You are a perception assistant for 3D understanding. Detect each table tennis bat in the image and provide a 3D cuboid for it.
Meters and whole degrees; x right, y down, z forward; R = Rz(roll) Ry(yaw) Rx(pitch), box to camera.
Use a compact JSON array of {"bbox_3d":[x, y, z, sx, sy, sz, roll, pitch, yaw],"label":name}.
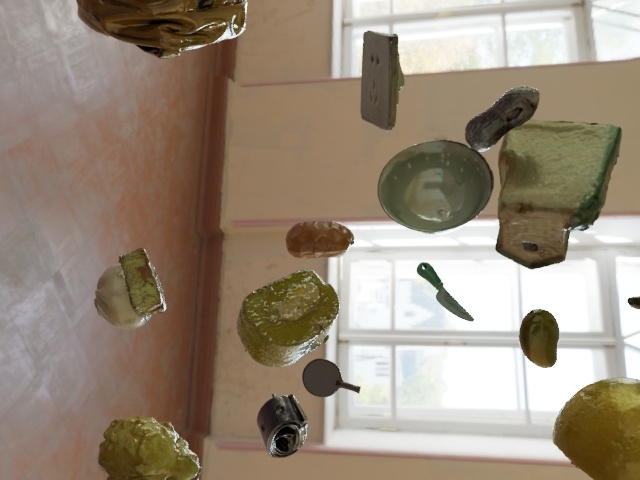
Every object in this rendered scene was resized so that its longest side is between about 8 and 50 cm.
[{"bbox_3d":[0.024,0.391,1.504,0.119,0.170,0.107,23,82,-81],"label":"table tennis bat"}]

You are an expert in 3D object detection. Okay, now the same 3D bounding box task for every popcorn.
[{"bbox_3d":[-0.429,0.549,1.412,0.192,0.266,0.233,-66,168,-59],"label":"popcorn"}]

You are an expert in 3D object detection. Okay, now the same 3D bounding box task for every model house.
[{"bbox_3d":[0.706,-0.125,1.704,0.382,0.334,0.342,-63,149,-30],"label":"model house"}]

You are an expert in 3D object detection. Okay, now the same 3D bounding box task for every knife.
[{"bbox_3d":[0.407,0.176,1.836,0.260,0.063,0.034,53,-20,23],"label":"knife"}]

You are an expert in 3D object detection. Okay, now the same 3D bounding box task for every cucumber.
[{"bbox_3d":[0.989,0.175,1.589,0.056,0.284,0.056,-178,-90,-74],"label":"cucumber"}]

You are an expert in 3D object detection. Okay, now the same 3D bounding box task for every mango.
[{"bbox_3d":[0.683,0.307,1.728,0.085,0.122,0.191,-176,-94,-79],"label":"mango"}]

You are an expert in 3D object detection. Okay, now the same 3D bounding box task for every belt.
[{"bbox_3d":[-0.123,0.577,1.738,0.230,0.139,0.126,90,-23,-44],"label":"belt"}]

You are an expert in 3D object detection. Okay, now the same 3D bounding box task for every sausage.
[{"bbox_3d":[0.000,0.000,1.918,0.120,0.241,0.136,74,15,-54],"label":"sausage"}]

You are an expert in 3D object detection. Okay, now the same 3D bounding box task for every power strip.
[{"bbox_3d":[0.152,-0.371,1.276,0.198,0.064,0.213,-126,-149,-61],"label":"power strip"}]

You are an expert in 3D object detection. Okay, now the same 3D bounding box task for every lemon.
[{"bbox_3d":[0.569,0.359,1.008,0.219,0.240,0.240,-49,171,4],"label":"lemon"}]

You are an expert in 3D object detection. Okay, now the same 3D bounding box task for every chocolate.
[{"bbox_3d":[0.527,-0.357,1.617,0.110,0.248,0.110,36,34,-30],"label":"chocolate"}]

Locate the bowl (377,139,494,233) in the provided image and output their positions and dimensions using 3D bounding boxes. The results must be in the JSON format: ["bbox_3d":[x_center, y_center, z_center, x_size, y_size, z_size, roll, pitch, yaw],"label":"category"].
[{"bbox_3d":[0.323,-0.117,1.551,0.146,0.313,0.313,67,24,-53],"label":"bowl"}]

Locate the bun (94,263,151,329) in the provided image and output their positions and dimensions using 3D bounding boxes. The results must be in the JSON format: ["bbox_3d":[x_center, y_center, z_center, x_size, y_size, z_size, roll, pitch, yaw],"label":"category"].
[{"bbox_3d":[-0.513,0.149,1.414,0.173,0.120,0.173,160,-90,-75],"label":"bun"}]

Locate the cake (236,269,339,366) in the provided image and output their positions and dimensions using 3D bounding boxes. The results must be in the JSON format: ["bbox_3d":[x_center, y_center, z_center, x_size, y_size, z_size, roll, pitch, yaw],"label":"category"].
[{"bbox_3d":[-0.071,0.193,1.370,0.179,0.260,0.156,53,-35,20],"label":"cake"}]

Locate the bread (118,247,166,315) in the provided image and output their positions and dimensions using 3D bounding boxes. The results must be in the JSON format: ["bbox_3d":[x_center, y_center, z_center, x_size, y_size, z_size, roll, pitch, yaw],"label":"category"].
[{"bbox_3d":[-0.396,0.094,1.230,0.128,0.069,0.140,103,-31,-65],"label":"bread"}]

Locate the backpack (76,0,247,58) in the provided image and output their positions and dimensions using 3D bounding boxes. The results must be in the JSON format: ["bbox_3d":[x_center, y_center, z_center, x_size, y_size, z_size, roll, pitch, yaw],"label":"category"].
[{"bbox_3d":[-0.358,-0.532,1.216,0.353,0.378,0.201,-52,152,-57],"label":"backpack"}]
